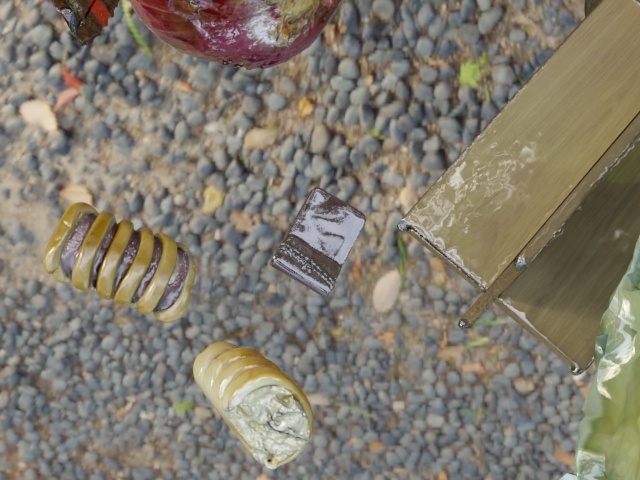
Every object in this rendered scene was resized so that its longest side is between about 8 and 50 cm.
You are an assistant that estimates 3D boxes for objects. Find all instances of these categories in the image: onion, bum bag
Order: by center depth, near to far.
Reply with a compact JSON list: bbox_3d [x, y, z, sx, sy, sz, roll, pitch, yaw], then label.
[{"bbox_3d":[-0.133,-0.428,1.334,0.348,0.385,0.347,-31,147,-23],"label":"onion"},{"bbox_3d":[0.000,0.000,1.597,0.109,0.159,0.026,29,162,-6],"label":"bum bag"}]

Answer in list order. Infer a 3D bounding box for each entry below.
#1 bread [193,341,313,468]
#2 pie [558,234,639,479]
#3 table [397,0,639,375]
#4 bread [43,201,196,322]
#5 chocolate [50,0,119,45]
[{"bbox_3d":[-0.077,0.173,1.108,0.084,0.177,0.119,-39,120,-16],"label":"bread"},{"bbox_3d":[0.265,0.023,0.273,0.180,0.395,0.418,28,95,-24],"label":"pie"},{"bbox_3d":[0.167,-0.044,0.595,0.226,0.167,0.167,-47,116,-17],"label":"table"},{"bbox_3d":[-0.295,0.029,1.503,0.225,0.134,0.081,20,149,-10],"label":"bread"},{"bbox_3d":[-0.200,-0.231,0.744,0.028,0.086,0.182,8,147,33],"label":"chocolate"}]
